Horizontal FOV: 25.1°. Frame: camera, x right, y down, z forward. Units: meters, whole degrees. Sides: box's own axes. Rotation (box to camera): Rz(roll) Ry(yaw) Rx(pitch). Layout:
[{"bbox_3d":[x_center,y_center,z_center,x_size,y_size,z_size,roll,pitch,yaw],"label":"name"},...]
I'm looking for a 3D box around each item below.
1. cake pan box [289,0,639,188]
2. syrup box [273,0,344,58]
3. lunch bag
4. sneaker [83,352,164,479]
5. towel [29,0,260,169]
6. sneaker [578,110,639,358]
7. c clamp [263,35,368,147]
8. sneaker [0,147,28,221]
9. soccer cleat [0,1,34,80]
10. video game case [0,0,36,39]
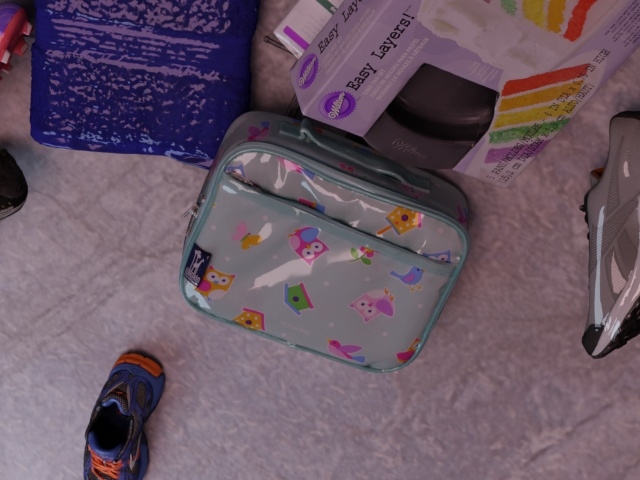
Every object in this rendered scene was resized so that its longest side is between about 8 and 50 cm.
[{"bbox_3d":[0.139,-0.177,1.278,0.246,0.070,0.267,20,129,-30],"label":"cake pan box"},{"bbox_3d":[0.068,-0.256,1.317,0.096,0.093,0.237,41,122,-5],"label":"syrup box"},{"bbox_3d":[0.000,0.000,1.442,0.279,0.108,0.224,20,124,-8],"label":"lunch bag"},{"bbox_3d":[-0.248,0.237,1.695,0.083,0.087,0.221,19,121,11],"label":"sneaker"},{"bbox_3d":[-0.173,-0.227,1.433,0.228,0.076,0.308,9,119,1],"label":"towel"},{"bbox_3d":[0.297,-0.005,1.378,0.108,0.100,0.271,33,130,31],"label":"sneaker"},{"bbox_3d":[-0.016,-0.116,1.467,0.137,0.022,0.160,22,120,2],"label":"c clamp"},{"bbox_3d":[-0.439,-0.002,1.631,0.343,0.134,0.146,-25,113,38],"label":"sneaker"},{"bbox_3d":[-0.378,-0.181,1.497,0.095,0.083,0.248,36,144,-11],"label":"soccer cleat"},{"bbox_3d":[-0.388,-0.314,1.462,0.274,0.026,0.196,10,120,2],"label":"video game case"}]
